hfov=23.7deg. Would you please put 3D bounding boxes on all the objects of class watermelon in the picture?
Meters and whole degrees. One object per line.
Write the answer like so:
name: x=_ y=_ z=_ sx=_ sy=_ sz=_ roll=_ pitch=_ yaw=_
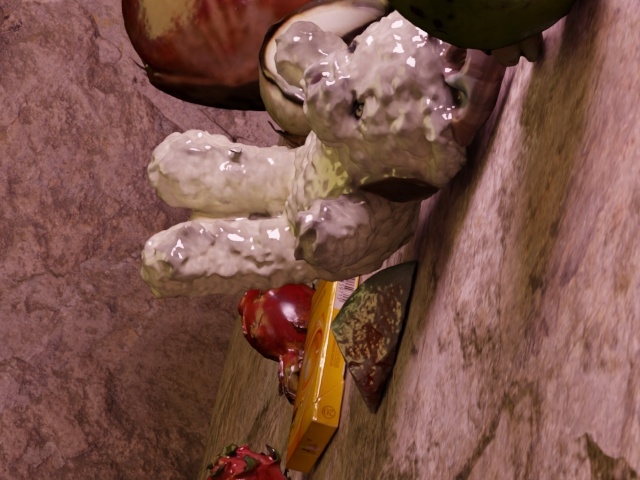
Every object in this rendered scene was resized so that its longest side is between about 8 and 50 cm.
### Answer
watermelon: x=0.060 y=0.101 z=1.663 sx=0.094 sy=0.081 sz=0.180 roll=35 pitch=120 yaw=55

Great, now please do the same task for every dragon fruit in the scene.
dragon fruit: x=-0.046 y=0.144 z=2.172 sx=0.125 sy=0.125 sz=0.246 roll=-49 pitch=32 yaw=32
dragon fruit: x=-0.089 y=0.382 z=2.030 sx=0.137 sy=0.135 sz=0.236 roll=-179 pitch=82 yaw=-84

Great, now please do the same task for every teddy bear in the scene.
teddy bear: x=-0.010 y=-0.118 z=1.560 sx=0.362 sy=0.375 sz=0.327 roll=89 pitch=-178 yaw=-57

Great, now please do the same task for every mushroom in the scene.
mushroom: x=0.013 y=-0.210 z=2.088 sx=0.267 sy=0.190 sz=0.164 roll=-86 pitch=-2 yaw=-47

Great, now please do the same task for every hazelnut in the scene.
hazelnut: x=-0.094 y=-0.374 z=2.390 sx=0.402 sy=0.429 sz=0.402 roll=-13 pitch=-90 yaw=-77

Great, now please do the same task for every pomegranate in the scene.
pomegranate: x=0.134 y=-0.237 z=1.240 sx=0.248 sy=0.202 sz=0.202 roll=64 pitch=-149 yaw=-56

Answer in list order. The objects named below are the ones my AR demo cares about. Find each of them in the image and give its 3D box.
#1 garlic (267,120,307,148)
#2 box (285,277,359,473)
garlic: x=-0.008 y=-0.181 z=2.509 sx=0.099 sy=0.124 sz=0.174 roll=-42 pitch=11 yaw=-8
box: x=0.004 y=0.156 z=2.014 sx=0.152 sy=0.043 sz=0.269 roll=114 pitch=169 yaw=-55
